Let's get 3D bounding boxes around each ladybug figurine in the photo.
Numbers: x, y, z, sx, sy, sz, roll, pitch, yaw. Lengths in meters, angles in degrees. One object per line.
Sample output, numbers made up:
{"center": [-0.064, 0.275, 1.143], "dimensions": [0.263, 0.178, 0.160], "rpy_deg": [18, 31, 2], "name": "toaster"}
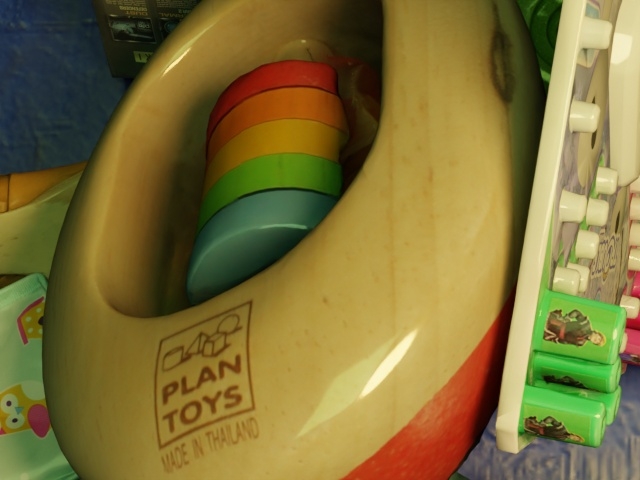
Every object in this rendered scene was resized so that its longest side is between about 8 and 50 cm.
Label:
{"center": [0.000, 0.000, 0.936], "dimensions": [0.305, 0.162, 0.449], "rpy_deg": [-24, 36, 26], "name": "ladybug figurine"}

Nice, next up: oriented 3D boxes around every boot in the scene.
{"center": [-0.232, -0.024, 1.164], "dimensions": [0.295, 0.104, 0.211], "rpy_deg": [-21, 34, -34], "name": "boot"}

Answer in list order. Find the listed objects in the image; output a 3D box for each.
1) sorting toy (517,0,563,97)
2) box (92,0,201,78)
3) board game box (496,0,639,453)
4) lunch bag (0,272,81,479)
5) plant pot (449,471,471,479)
{"center": [0.159, -0.132, 1.139], "dimensions": [0.127, 0.126, 0.365], "rpy_deg": [33, 82, 13], "name": "sorting toy"}
{"center": [-0.039, -0.179, 1.141], "dimensions": [0.232, 0.183, 0.059], "rpy_deg": [4, 55, 9], "name": "box"}
{"center": [0.187, -0.097, 0.940], "dimensions": [0.050, 0.390, 0.390], "rpy_deg": [10, 95, 17], "name": "board game box"}
{"center": [-0.228, 0.161, 1.057], "dimensions": [0.262, 0.223, 0.160], "rpy_deg": [-28, 67, -1], "name": "lunch bag"}
{"center": [0.156, 0.332, 0.935], "dimensions": [0.334, 0.341, 0.341], "rpy_deg": [21, 79, 3], "name": "plant pot"}
